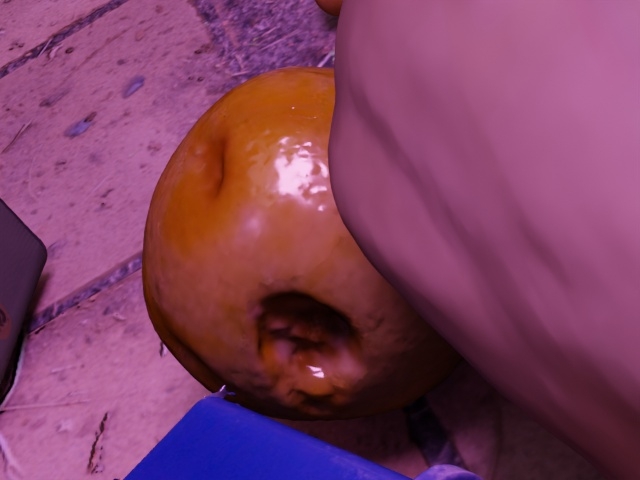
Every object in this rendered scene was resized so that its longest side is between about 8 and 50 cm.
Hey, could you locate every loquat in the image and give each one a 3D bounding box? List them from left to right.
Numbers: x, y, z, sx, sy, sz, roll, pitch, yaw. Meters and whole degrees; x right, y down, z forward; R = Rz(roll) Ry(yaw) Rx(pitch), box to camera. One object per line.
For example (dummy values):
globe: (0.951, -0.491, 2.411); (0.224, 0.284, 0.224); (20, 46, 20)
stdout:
loquat: (0.005, -0.001, 0.705); (0.213, 0.213, 0.213); (-20, 37, 16)

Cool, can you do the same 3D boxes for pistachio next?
pistachio: (0.162, -0.016, 0.487); (0.281, 0.365, 0.446); (-27, 65, 6)

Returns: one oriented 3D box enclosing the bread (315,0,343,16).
bread: (0.103, -0.262, 1.057); (0.239, 0.074, 0.093); (-17, 27, 19)

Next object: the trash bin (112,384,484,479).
trash bin: (-0.012, 0.181, 0.560); (0.184, 0.163, 0.234); (-45, 32, -17)

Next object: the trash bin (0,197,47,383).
trash bin: (-0.354, 0.120, 0.887); (0.222, 0.158, 0.344); (-18, 43, 21)
